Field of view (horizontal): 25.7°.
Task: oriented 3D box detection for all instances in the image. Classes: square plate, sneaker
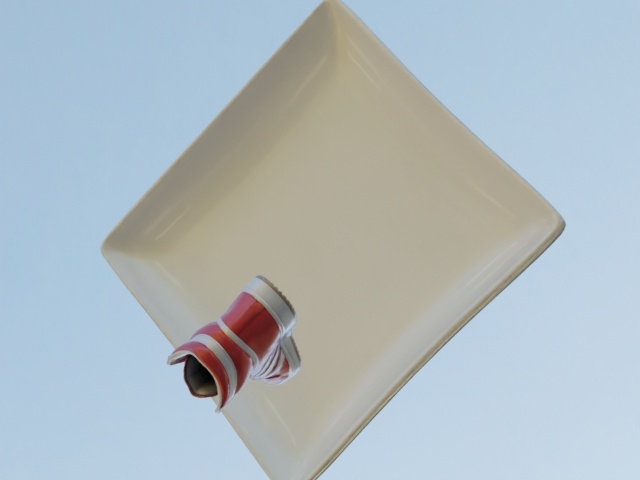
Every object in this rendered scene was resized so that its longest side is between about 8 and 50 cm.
[{"bbox_3d":[0.000,0.000,1.294,0.344,0.347,0.049,-47,-31,9],"label":"square plate"},{"bbox_3d":[-0.046,0.066,0.755,0.042,0.118,0.067,41,-107,17],"label":"sneaker"}]
